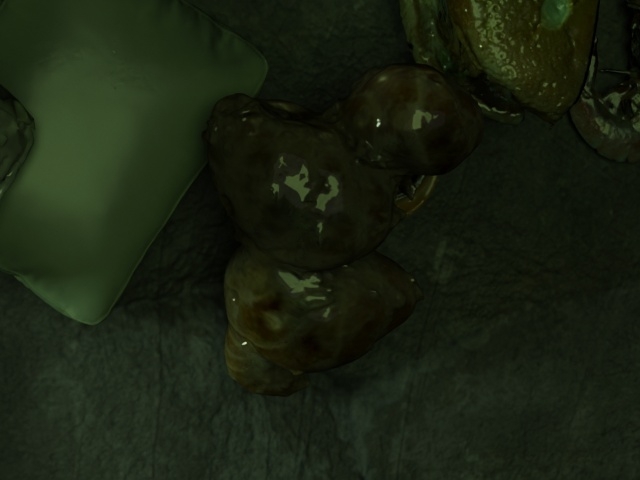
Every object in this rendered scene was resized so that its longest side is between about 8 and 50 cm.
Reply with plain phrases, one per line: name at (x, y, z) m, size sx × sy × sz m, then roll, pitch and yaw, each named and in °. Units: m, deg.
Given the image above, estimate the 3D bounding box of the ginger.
ginger at (0.000, 0.000, 0.944) m, size 0.256 × 0.176 × 0.375 m, roll 5°, pitch 118°, yaw -16°

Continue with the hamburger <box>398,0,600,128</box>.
hamburger at (0.173, -0.268, 1.006) m, size 0.192 × 0.167 × 0.288 m, roll 8°, pitch 91°, yaw -17°

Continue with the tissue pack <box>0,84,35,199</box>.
tissue pack at (-0.447, -0.124, 0.719) m, size 0.380 × 0.297 × 0.207 m, roll 28°, pitch 86°, yaw 9°

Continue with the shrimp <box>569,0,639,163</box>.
shrimp at (0.356, -0.214, 1.123) m, size 0.143 × 0.052 × 0.251 m, roll -3°, pitch 95°, yaw -13°

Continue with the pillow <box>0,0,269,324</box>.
pillow at (-0.229, -0.111, 0.926) m, size 0.255 × 0.120 × 0.322 m, roll 34°, pitch 82°, yaw -15°

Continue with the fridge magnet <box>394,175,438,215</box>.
fridge magnet at (0.063, -0.089, 1.039) m, size 0.143 × 0.063 × 0.143 m, roll 0°, pitch 92°, yaw -12°
